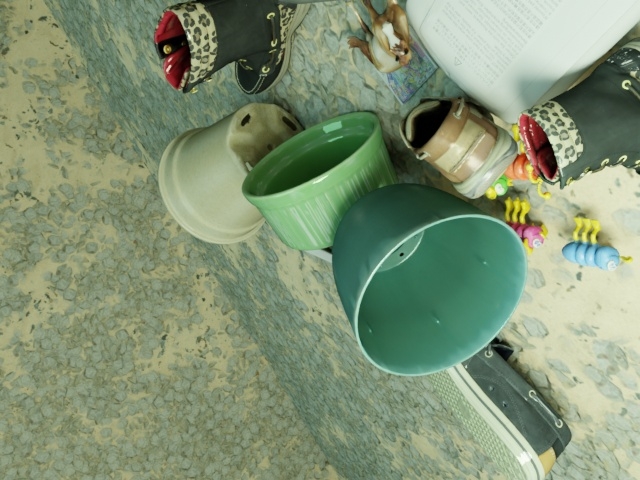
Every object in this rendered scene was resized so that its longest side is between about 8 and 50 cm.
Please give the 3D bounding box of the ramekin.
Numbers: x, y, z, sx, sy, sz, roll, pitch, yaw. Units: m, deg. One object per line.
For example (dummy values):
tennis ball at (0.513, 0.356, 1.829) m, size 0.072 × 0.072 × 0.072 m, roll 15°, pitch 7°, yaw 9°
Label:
ramekin at (0.009, -0.116, 1.081) m, size 0.303 × 0.303 × 0.148 m, roll 13°, pitch 139°, yaw 54°

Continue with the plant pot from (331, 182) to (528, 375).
plant pot at (0.152, 0.037, 0.907) m, size 0.235 × 0.293 × 0.293 m, roll -122°, pitch 13°, yaw -55°

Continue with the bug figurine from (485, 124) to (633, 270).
bug figurine at (0.320, -0.046, 0.803) m, size 0.279 × 0.072 × 0.216 m, roll 44°, pitch 166°, yaw -25°

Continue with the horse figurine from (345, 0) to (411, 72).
horse figurine at (0.096, -0.331, 0.853) m, size 0.175 × 0.066 × 0.263 m, roll 62°, pitch -179°, yaw 0°

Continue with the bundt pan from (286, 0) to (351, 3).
bundt pan at (-0.050, -0.494, 0.750) m, size 0.331 × 0.124 × 0.331 m, roll 165°, pitch 90°, yaw -88°

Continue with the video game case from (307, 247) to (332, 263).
video game case at (0.000, 0.000, 1.292) m, size 0.212 × 0.023 × 0.193 m, roll 25°, pitch -163°, yaw -18°

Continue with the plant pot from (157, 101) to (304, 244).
plant pot at (-0.195, -0.187, 1.354) m, size 0.305 × 0.334 × 0.334 m, roll -23°, pitch 102°, yaw 52°

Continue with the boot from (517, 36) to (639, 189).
boot at (0.351, -0.095, 0.643) m, size 0.236 × 0.178 × 0.085 m, roll 62°, pitch 174°, yaw -12°

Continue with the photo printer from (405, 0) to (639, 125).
photo printer at (0.247, -0.306, 0.664) m, size 0.256 × 0.107 × 0.307 m, roll 50°, pitch 154°, yaw 9°

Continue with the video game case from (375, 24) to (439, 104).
video game case at (0.149, -0.303, 0.939) m, size 0.087 × 0.011 × 0.122 m, roll 54°, pitch 154°, yaw 2°

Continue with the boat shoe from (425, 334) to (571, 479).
boat shoe at (0.329, 0.271, 1.167) m, size 0.500 × 0.156 × 0.187 m, roll 53°, pitch 162°, yaw 31°

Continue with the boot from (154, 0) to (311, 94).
boot at (-0.187, -0.386, 1.089) m, size 0.138 × 0.284 × 0.377 m, roll 55°, pitch 153°, yaw 0°

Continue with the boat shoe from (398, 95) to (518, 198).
boat shoe at (0.181, -0.166, 0.790) m, size 0.116 × 0.123 × 0.324 m, roll 32°, pitch -166°, yaw -12°

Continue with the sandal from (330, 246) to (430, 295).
sandal at (0.136, 0.013, 1.205) m, size 0.445 × 0.167 × 0.107 m, roll 35°, pitch 106°, yaw 43°
